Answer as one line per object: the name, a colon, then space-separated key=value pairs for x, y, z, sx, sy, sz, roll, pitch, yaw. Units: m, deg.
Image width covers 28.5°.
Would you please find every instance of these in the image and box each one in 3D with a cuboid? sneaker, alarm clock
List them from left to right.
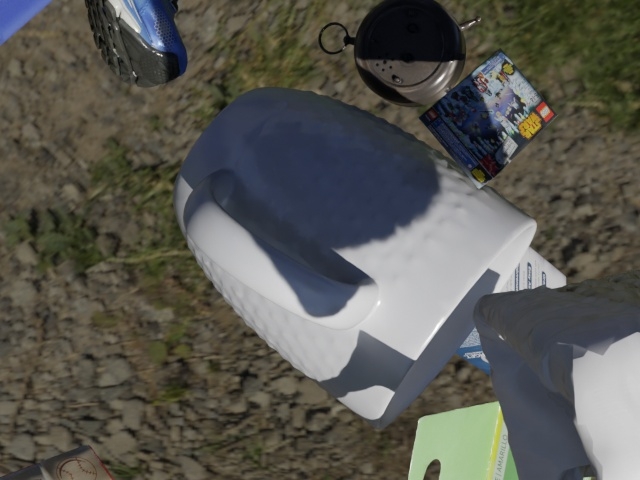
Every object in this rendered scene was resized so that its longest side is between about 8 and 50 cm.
sneaker: x=-0.149 y=-0.281 z=1.134 sx=0.147 sy=0.129 sz=0.330 roll=-8 pitch=59 yaw=-7
alarm clock: x=0.087 y=-0.229 z=1.503 sx=0.192 sy=0.064 sz=0.129 roll=11 pitch=93 yaw=18

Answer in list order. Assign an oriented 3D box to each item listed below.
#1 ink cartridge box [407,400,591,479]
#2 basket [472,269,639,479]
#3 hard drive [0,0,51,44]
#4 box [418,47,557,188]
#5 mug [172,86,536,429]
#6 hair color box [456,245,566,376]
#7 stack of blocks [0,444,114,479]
ink cartridge box: x=0.172 y=0.233 z=1.184 sx=0.235 sy=0.056 sz=0.171 roll=-5 pitch=108 yaw=-48
basket: x=0.248 y=0.154 z=0.586 sx=0.267 sy=0.331 sz=0.328 roll=-16 pitch=90 yaw=2
hard drive: x=-0.372 y=-0.297 z=1.267 sx=0.210 sy=0.040 sz=0.318 roll=57 pitch=42 yaw=-23
box: x=0.171 y=-0.125 z=1.271 sx=0.094 sy=0.027 sz=0.137 roll=49 pitch=51 yaw=-2
mug: x=0.000 y=0.000 z=1.305 sx=0.328 sy=0.374 sz=0.276 roll=37 pitch=108 yaw=14
hair color box: x=0.220 y=0.067 z=1.771 sx=0.347 sy=0.105 sz=0.173 roll=34 pitch=51 yaw=-42
stack of blocks: x=-0.280 y=0.271 z=0.868 sx=0.297 sy=0.171 sz=0.087 roll=-16 pitch=50 yaw=-38
